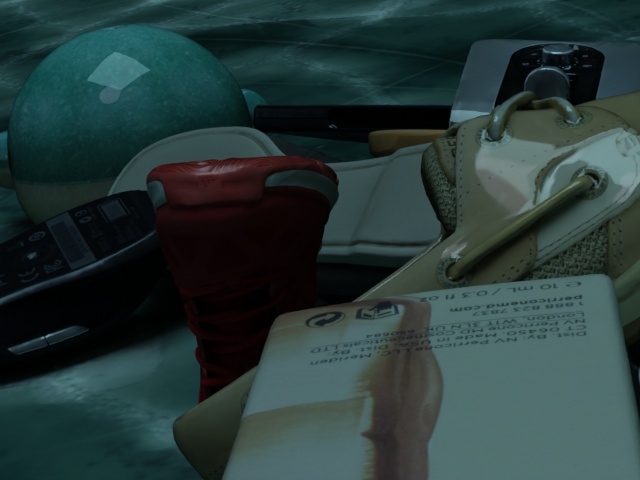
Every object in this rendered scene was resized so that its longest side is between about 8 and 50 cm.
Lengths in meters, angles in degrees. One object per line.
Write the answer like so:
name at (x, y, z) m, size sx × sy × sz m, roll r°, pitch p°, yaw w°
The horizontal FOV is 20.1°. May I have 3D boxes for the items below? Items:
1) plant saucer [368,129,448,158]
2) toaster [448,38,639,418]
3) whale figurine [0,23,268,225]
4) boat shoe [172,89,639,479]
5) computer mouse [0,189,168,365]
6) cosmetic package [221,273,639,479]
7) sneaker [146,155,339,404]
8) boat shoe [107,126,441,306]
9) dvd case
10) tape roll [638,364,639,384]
plant saucer at (0.129, -0.045, 1.130) m, size 0.200 × 0.037 × 0.200 m, roll 2°, pitch 1°, yaw 0°
toaster at (0.145, 0.000, 0.866) m, size 0.168 × 0.186 × 0.110 m, roll 4°, pitch 23°, yaw 13°
whale figurine at (-0.145, -0.097, 1.332) m, size 0.216 × 0.141 × 0.272 m, roll -11°, pitch 17°, yaw -5°
boat shoe at (0.089, -0.007, 0.720) m, size 0.341 × 0.110 × 0.121 m, roll -44°, pitch -3°, yaw -4°
computer mouse at (-0.210, 0.038, 1.088) m, size 0.262 × 0.060 × 0.184 m, roll -26°, pitch 26°, yaw -15°
cosmetic package at (0.041, 0.131, 0.523) m, size 0.129 × 0.153 × 0.296 m, roll -7°, pitch 16°, yaw 8°
sneaker at (-0.028, 0.040, 0.835) m, size 0.087 × 0.128 × 0.221 m, roll -5°, pitch -12°, yaw 7°
boat shoe at (0.000, 0.000, 1.083) m, size 0.335 × 0.095 × 0.112 m, roll 4°, pitch 57°, yaw 45°
dvd case at (0.105, -0.078, 1.250) m, size 0.253 × 0.022 × 0.180 m, roll 4°, pitch 2°, yaw 38°
tape roll at (0.265, 0.051, 0.650) m, size 0.286 × 0.100 × 0.286 m, roll -20°, pitch 17°, yaw 7°
